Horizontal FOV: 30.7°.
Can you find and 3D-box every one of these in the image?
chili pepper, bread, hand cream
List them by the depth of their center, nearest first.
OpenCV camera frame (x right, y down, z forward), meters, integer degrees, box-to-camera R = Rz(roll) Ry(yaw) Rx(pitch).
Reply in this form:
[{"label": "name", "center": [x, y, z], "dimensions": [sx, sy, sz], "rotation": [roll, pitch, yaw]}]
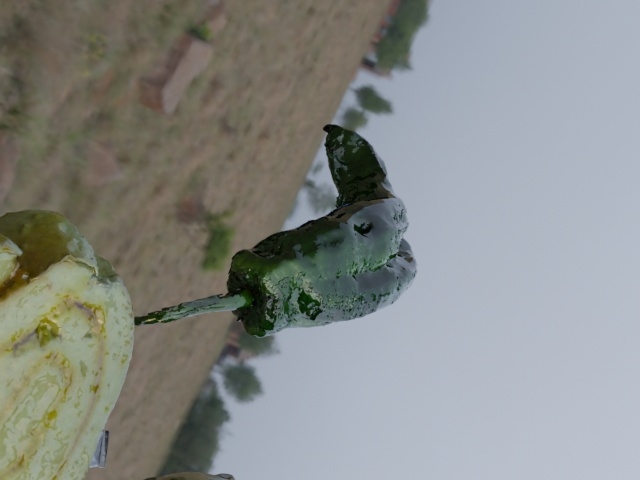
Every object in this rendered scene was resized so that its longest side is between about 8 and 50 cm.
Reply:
[{"label": "bread", "center": [-0.141, 0.059, 0.470], "dimensions": [0.117, 0.064, 0.156], "rotation": [45, 66, -45]}, {"label": "chili pepper", "center": [0.001, 0.000, 0.756], "dimensions": [0.279, 0.122, 0.065], "rotation": [-41, 148, -56]}, {"label": "hand cream", "center": [-0.201, 0.163, 0.874], "dimensions": [0.093, 0.019, 0.030], "rotation": [-5, 105, -44]}]

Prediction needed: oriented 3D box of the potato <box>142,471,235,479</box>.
[{"label": "potato", "center": [-0.076, 0.235, 0.639], "dimensions": [0.210, 0.173, 0.307], "rotation": [-59, -170, -13]}]
